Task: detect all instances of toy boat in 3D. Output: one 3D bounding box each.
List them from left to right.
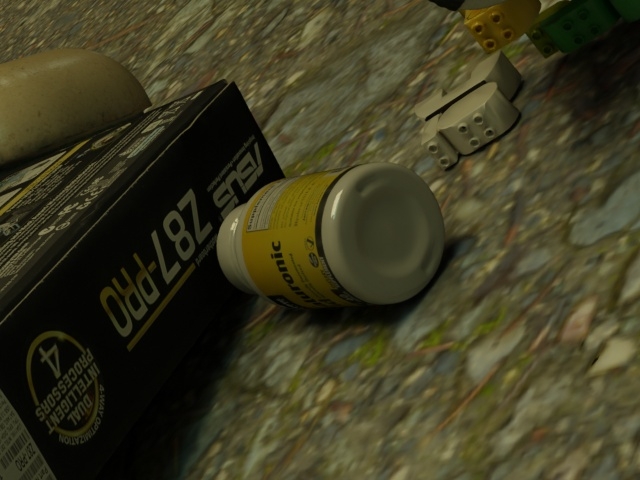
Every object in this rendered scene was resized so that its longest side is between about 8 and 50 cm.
[{"bbox_3d":[-0.264,-0.028,1.158,0.318,0.148,0.267,-19,7,18],"label":"toy boat"}]

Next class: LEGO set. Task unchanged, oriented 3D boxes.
[{"bbox_3d":[0.116,-0.114,0.763,0.227,0.087,0.093,-32,23,27],"label":"LEGO set"}]

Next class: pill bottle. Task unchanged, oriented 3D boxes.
[{"bbox_3d":[0.000,0.000,0.769,0.065,0.065,0.116,-52,23,-25],"label":"pill bottle"}]

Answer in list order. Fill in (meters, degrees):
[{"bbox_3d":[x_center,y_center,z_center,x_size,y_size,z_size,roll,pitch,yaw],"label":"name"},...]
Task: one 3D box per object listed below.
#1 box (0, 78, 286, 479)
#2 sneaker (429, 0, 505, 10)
[{"bbox_3d":[-0.219,0.078,0.825,0.318,0.097,0.395,-19,20,27],"label":"box"},{"bbox_3d":[0.069,-0.150,0.735,0.083,0.071,0.190,-50,12,42],"label":"sneaker"}]
